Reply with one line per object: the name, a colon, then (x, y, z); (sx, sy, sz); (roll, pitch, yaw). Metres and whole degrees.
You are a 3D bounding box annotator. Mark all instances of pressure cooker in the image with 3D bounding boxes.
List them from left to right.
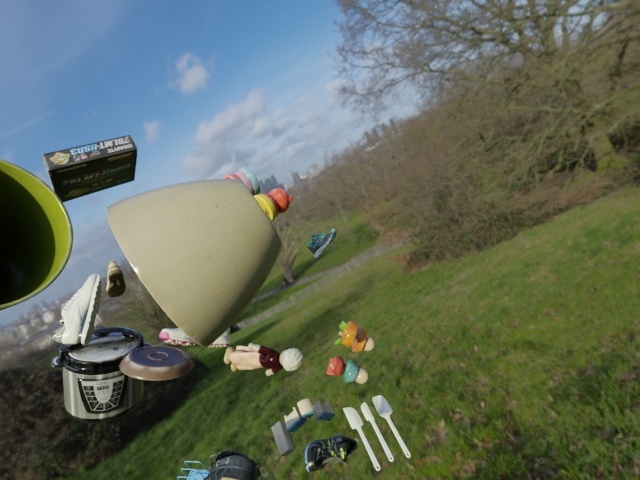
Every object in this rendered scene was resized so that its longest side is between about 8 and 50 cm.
pressure cooker: (-1.084, 0.632, 2.093); (0.375, 0.420, 0.370); (10, 14, 15)

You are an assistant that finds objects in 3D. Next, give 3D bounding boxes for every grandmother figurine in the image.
grandmother figurine: (-0.230, 0.484, 1.729); (0.342, 0.208, 0.104); (-6, 50, 24)

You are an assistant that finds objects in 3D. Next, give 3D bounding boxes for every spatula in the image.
spatula: (0.204, 0.666, 1.472); (0.168, 0.019, 0.242); (-8, 38, -22)

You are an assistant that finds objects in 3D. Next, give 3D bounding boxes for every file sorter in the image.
file sorter: (-0.647, 1.199, 2.077); (0.118, 0.104, 0.170); (-9, 32, 20)

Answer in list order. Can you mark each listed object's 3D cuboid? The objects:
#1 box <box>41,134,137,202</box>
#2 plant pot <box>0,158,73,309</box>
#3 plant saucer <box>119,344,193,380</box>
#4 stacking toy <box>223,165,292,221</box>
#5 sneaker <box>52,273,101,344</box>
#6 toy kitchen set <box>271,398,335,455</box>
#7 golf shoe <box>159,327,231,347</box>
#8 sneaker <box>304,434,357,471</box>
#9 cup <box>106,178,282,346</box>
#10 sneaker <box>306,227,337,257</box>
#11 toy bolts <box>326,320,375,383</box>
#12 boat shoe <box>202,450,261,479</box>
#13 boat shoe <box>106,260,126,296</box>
box: (-0.843, -0.263, 1.558); (0.295, 0.073, 0.293); (-25, -3, -31)
plant pot: (-0.653, 0.029, 0.775); (0.293, 0.275, 0.275); (-26, 7, 41)
plant saucer: (-0.728, 0.536, 1.880); (0.310, 0.050, 0.310); (8, 7, -1)
stacking toy: (-0.252, -0.150, 1.739); (0.130, 0.309, 0.279); (-36, -30, -29)
sneaker: (-0.735, 0.202, 1.284); (0.095, 0.235, 0.090); (5, -39, -12)
toy kitchen set: (-0.059, 0.759, 1.697); (0.207, 0.166, 0.122); (-48, 43, 16)
golf shoe: (-0.511, 0.368, 1.731); (0.306, 0.140, 0.115); (16, -21, -42)
sneaker: (0.030, 0.568, 1.132); (0.078, 0.067, 0.188); (-22, -18, 40)
cup: (-0.220, 0.007, 0.848); (0.237, 0.331, 0.331); (-35, 10, -9)
sneaker: (0.000, 0.000, 1.648); (0.166, 0.076, 0.065); (-49, -2, 39)
toy bolts: (0.140, 0.437, 1.626); (0.218, 0.158, 0.228); (124, 167, -66)
boat shoe: (-0.298, 0.804, 1.417); (0.500, 0.187, 0.156); (122, 165, -58)
boat shoe: (-0.765, 0.141, 1.566); (0.068, 0.072, 0.190); (-9, -32, -35)
